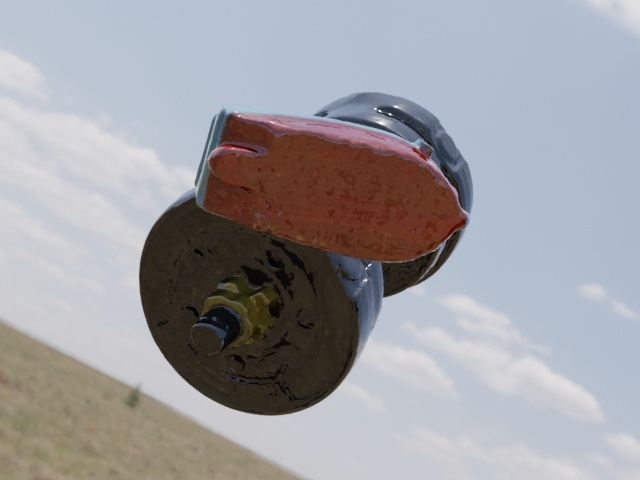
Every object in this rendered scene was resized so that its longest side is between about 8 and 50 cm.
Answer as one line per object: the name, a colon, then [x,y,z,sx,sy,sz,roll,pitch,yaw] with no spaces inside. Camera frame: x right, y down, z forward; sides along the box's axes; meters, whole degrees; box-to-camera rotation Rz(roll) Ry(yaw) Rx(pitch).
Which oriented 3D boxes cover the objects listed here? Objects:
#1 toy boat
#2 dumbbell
toy boat: [0.009,-0.028,0.636,0.173,0.069,0.059,11,11,-31]
dumbbell: [0.000,0.000,0.990,0.185,0.185,0.388,24,29,14]
